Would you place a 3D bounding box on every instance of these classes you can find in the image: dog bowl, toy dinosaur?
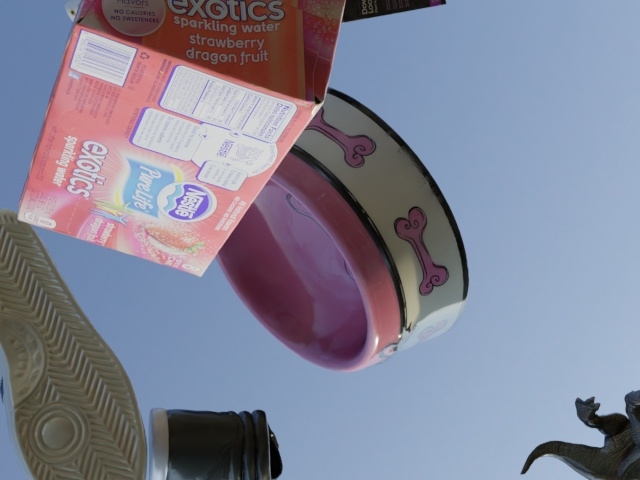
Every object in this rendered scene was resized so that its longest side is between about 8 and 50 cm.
[{"bbox_3d":[0.000,0.000,1.810,0.150,0.408,0.408,-37,-79,-28],"label":"dog bowl"},{"bbox_3d":[0.392,0.231,1.575,0.313,0.121,0.160,-29,-68,-14],"label":"toy dinosaur"}]

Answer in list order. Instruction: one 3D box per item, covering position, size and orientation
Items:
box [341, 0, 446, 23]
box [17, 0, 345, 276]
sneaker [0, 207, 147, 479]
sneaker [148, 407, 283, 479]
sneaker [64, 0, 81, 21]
[{"bbox_3d":[0.069,-0.314,1.536,0.162,0.029,0.116,-17,-79,-34],"label":"box"},{"bbox_3d":[-0.099,-0.105,0.912,0.154,0.300,0.142,18,-116,-11],"label":"box"},{"bbox_3d":[-0.271,0.138,1.370,0.131,0.148,0.350,-21,-110,-13],"label":"sneaker"},{"bbox_3d":[-0.119,0.278,1.489,0.146,0.296,0.105,1,-126,-8],"label":"sneaker"},{"bbox_3d":[-0.213,-0.280,1.367,0.108,0.169,0.292,-63,-35,-30],"label":"sneaker"}]
